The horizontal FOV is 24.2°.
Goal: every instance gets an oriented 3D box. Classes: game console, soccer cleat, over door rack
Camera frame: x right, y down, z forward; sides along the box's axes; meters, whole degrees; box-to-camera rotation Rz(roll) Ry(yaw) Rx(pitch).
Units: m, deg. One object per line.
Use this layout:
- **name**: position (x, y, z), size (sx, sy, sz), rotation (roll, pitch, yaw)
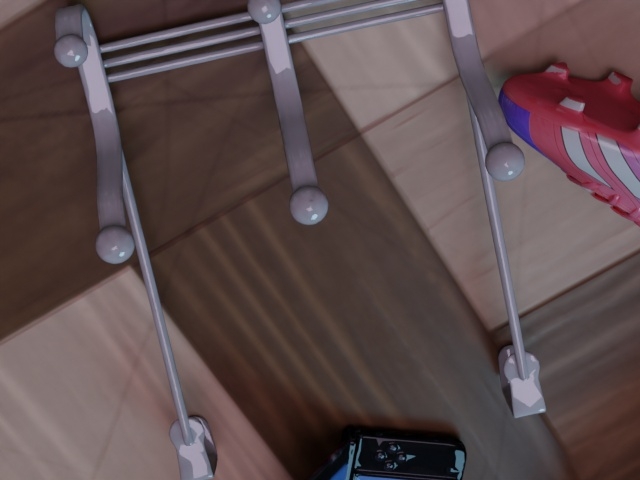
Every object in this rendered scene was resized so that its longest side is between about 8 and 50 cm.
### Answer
- **game console**: position (0.031, 0.206, 0.986), size (0.124, 0.085, 0.144), rotation (6, 116, -7)
- **soccer cleat**: position (0.211, -0.028, 0.890), size (0.248, 0.083, 0.095), rotation (17, 118, -15)
- **over door rack**: position (0.000, 0.000, 0.871), size (0.239, 0.108, 0.324), rotation (-11, 117, 2)
